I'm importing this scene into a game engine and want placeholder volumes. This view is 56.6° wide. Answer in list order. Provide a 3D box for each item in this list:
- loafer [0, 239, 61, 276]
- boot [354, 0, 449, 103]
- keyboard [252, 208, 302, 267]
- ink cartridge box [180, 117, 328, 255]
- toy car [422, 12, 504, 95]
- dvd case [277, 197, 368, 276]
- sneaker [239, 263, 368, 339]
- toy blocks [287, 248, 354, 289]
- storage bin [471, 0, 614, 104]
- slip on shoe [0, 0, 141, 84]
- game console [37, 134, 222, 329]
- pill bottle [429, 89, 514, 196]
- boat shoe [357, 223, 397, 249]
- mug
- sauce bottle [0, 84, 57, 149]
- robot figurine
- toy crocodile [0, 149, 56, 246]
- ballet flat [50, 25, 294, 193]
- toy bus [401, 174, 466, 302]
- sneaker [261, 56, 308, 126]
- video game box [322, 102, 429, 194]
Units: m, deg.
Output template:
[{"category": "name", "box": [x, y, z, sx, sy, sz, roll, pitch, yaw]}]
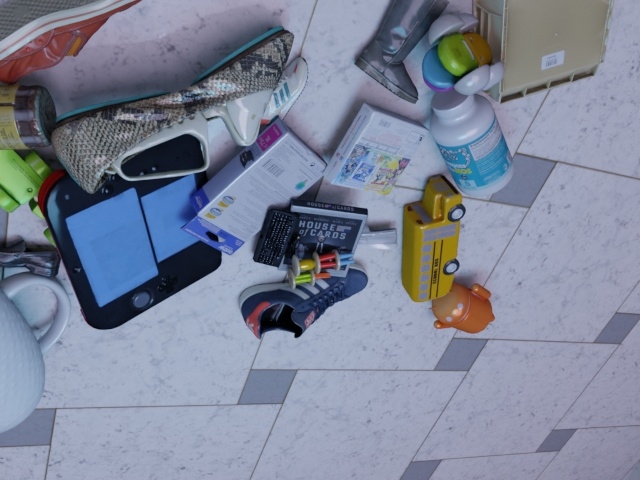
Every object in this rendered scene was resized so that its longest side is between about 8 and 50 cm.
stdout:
[{"category": "loafer", "box": [-0.632, 0.026, 1.245, 0.170, 0.062, 0.061, 16, 96, -34]}, {"category": "boot", "box": [0.191, -0.410, 1.234, 0.189, 0.076, 0.209, 25, 106, -37]}, {"category": "keyboard", "box": [-0.094, 0.007, 1.380, 0.100, 0.038, 0.192, 9, 139, -13]}, {"category": "ink cartridge box", "box": [-0.147, -0.108, 1.297, 0.311, 0.065, 0.185, -42, 147, 9]}, {"category": "toy car", "box": [0.271, -0.360, 1.202, 0.136, 0.159, 0.182, -30, 180, 41]}, {"category": "dvd case", "box": [0.000, 0.000, 1.425, 0.179, 0.030, 0.239, 7, 139, -8]}, {"category": "sneaker", "box": [-0.027, 0.168, 1.526, 0.349, 0.148, 0.131, -17, 130, -9]}, {"category": "toy blocks", "box": [0.003, 0.068, 1.439, 0.148, 0.054, 0.123, -7, 152, -16]}, {"category": "storage bin", "box": [0.470, -0.458, 1.267, 0.262, 0.123, 0.261, -18, 131, -9]}, {"category": "slip on shoe", "box": [-0.428, -0.367, 0.995, 0.331, 0.123, 0.101, -28, 153, 1]}, {"category": "game console", "box": [-0.370, -0.019, 1.233, 0.341, 0.060, 0.387, -28, 135, -29]}, {"category": "pill bottle", "box": [0.343, -0.234, 1.370, 0.146, 0.146, 0.264, -34, 130, 5]}, {"category": "boat shoe", "box": [0.110, -0.011, 1.506, 0.184, 0.066, 0.063, 3, 97, -10]}, {"category": "mug", "box": [-0.699, 0.218, 1.247, 0.374, 0.276, 0.328, -44, 143, -27]}, {"category": "sauce bottle", "box": [-0.635, -0.205, 1.005, 0.343, 0.111, 0.112, -1, 127, -4]}, {"category": "robot figurine", "box": [0.413, 0.200, 1.740, 0.219, 0.128, 0.158, 24, 157, -34]}, {"category": "toy crocodile", "box": [-0.541, -0.080, 1.171, 0.115, 0.105, 0.341, -47, 128, -9]}, {"category": "ballet flat", "box": [-0.232, -0.220, 1.089, 0.482, 0.164, 0.182, -28, 96, -17]}, {"category": "toy bus", "box": [0.288, 0.000, 1.552, 0.130, 0.108, 0.333, -13, 130, -10]}, {"category": "sneaker", "box": [-0.089, -0.304, 1.202, 0.075, 0.057, 0.161, 16, 121, -37]}, {"category": "video game box", "box": [0.128, -0.200, 1.343, 0.205, 0.048, 0.187, 6, 122, -45]}]
